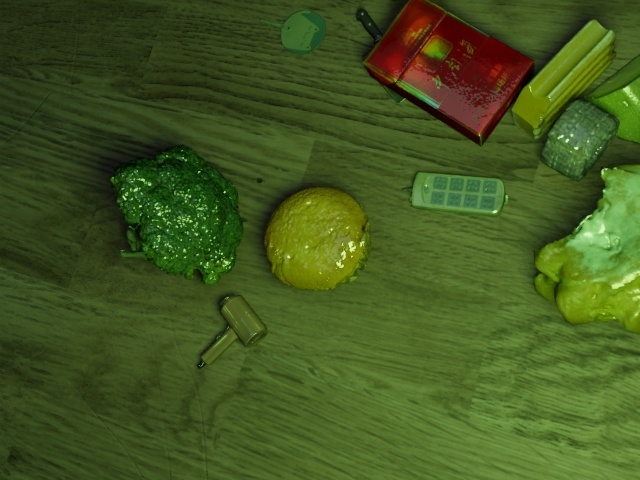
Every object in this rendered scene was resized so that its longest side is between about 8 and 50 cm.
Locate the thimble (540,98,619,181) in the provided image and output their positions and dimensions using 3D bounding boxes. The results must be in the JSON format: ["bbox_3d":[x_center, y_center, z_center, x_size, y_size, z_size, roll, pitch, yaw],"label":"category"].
[{"bbox_3d":[0.518,-0.201,1.613,0.097,0.150,0.150,37,90,20],"label":"thimble"}]

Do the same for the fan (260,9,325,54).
[{"bbox_3d":[-0.069,-0.506,1.933,0.175,0.005,0.113,21,84,20],"label":"fan"}]

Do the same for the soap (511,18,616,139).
[{"bbox_3d":[0.497,-0.325,1.650,0.232,0.140,0.073,-46,66,3],"label":"soap"}]

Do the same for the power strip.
[{"bbox_3d":[0.285,-0.100,1.720,0.226,0.029,0.080,6,80,18],"label":"power strip"}]

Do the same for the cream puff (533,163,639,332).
[{"bbox_3d":[0.573,0.038,1.472,0.323,0.269,0.274,-49,51,10],"label":"cream puff"}]

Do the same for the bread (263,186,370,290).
[{"bbox_3d":[-0.003,-0.001,1.726,0.239,0.139,0.240,-4,76,16],"label":"bread"}]

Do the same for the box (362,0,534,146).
[{"bbox_3d":[0.276,-0.372,1.748,0.313,0.089,0.197,36,90,18],"label":"box"}]

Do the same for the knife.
[{"bbox_3d":[0.135,-0.422,1.846,0.072,0.019,0.245,-32,73,7],"label":"knife"}]

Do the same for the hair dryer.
[{"bbox_3d":[-0.213,0.216,1.786,0.181,0.064,0.117,-45,69,9],"label":"hair dryer"}]

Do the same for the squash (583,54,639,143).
[{"bbox_3d":[0.659,-0.292,1.623,0.192,0.085,0.184,-39,69,7],"label":"squash"}]

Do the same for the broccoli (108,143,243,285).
[{"bbox_3d":[-0.330,-0.047,1.789,0.283,0.303,0.322,-35,64,39],"label":"broccoli"}]
